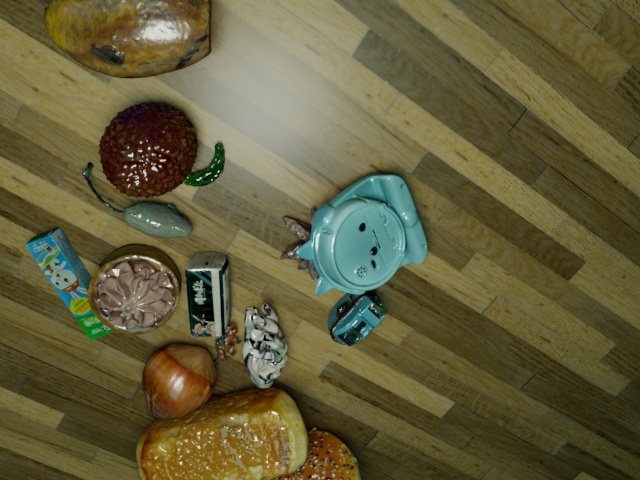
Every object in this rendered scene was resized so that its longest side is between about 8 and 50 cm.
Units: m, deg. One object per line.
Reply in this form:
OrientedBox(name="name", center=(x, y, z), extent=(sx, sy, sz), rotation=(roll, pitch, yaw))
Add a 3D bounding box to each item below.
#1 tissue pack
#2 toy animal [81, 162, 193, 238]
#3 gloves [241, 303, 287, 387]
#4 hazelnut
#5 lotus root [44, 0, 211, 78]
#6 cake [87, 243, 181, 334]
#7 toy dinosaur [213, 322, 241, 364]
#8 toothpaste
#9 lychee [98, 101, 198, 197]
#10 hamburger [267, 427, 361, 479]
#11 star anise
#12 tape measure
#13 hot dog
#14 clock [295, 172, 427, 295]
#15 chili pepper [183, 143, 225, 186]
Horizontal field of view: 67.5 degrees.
OrientedBox(name="tissue pack", center=(-0.250, 0.120, 1.082), extent=(0.090, 0.103, 0.170), rotation=(3, 112, -1))
OrientedBox(name="toy animal", center=(-0.392, -0.067, 1.010), extent=(0.252, 0.079, 0.070), rotation=(27, 114, -12))
OrientedBox(name="gloves", center=(-0.130, 0.240, 1.136), extent=(0.111, 0.128, 0.212), rotation=(10, 115, -17))
OrientedBox(name="hazelnut", center=(-0.330, 0.332, 1.133), extent=(0.182, 0.182, 0.182), rotation=(-1, 112, -3))
OrientedBox(name="lotus root", center=(-0.325, -0.376, 0.836), extent=(0.290, 0.193, 0.193), rotation=(-3, 112, -2))
OrientedBox(name="cake", center=(-0.408, 0.122, 1.036), extent=(0.207, 0.178, 0.185), rotation=(-26, 112, 10))
OrientedBox(name="toy dinosaur", center=(-0.233, 0.258, 1.165), extent=(0.055, 0.049, 0.154), rotation=(41, 121, 17))
OrientedBox(name="toothpaste", center=(-0.554, 0.101, 1.083), extent=(0.065, 0.050, 0.267), rotation=(-21, 112, 2))
OrientedBox(name="lychee", center=(-0.334, -0.171, 0.919), extent=(0.188, 0.188, 0.188), rotation=(-1, 112, -3))
OrientedBox(name="hamburger", center=(-0.034, 0.622, 1.201), extent=(0.300, 0.300, 0.176), rotation=(-11, 128, 1))
OrientedBox(name="star anise", center=(0.000, 0.000, 1.070), extent=(0.195, 0.065, 0.182), rotation=(30, 102, -6))
OrientedBox(name="tape measure", center=(0.080, 0.177, 1.114), extent=(0.146, 0.125, 0.081), rotation=(-47, 111, 1))
OrientedBox(name="hot dog", center=(-0.223, 0.477, 1.167), extent=(0.404, 0.223, 0.185), rotation=(-15, 92, 4))
OrientedBox(name="clock", center=(0.087, 0.006, 1.012), extent=(0.274, 0.094, 0.224), rotation=(-34, 113, -19))
OrientedBox(name="chili pepper", center=(-0.236, -0.148, 1.011), extent=(0.118, 0.035, 0.055), rotation=(-40, 126, 16))
